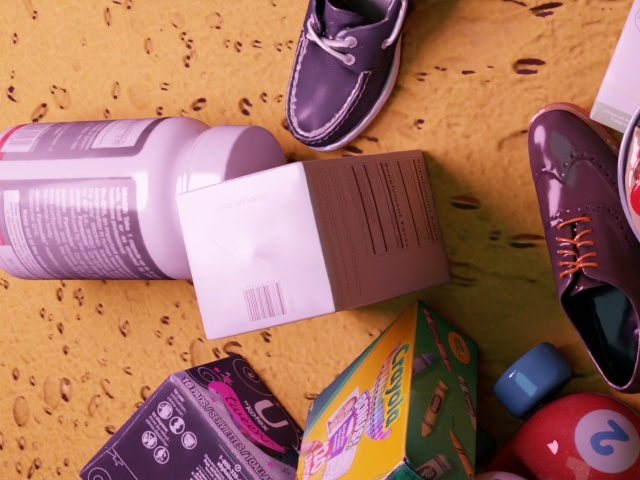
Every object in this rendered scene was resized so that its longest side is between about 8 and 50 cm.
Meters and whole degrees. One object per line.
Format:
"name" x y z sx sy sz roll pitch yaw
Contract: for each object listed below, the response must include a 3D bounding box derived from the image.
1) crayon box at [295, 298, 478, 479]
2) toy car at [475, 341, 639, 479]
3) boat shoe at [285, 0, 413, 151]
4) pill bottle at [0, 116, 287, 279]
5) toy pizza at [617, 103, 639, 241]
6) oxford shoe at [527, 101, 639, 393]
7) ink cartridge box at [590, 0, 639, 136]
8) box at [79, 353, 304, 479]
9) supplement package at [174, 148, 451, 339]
"crayon box" 0.058 0.192 1.654 0.081 0.278 0.165 38 114 -13
"toy car" 0.181 0.238 1.614 0.219 0.238 0.210 48 114 15
"boat shoe" 0.032 -0.221 1.724 0.114 0.091 0.302 29 108 22
"pill bottle" -0.183 -0.040 1.819 0.283 0.161 0.161 0 96 28
"toy pizza" 0.344 -0.053 1.555 0.201 0.032 0.201 5 101 29
"oxford shoe" 0.245 0.005 1.633 0.097 0.098 0.271 -25 84 28
"ink cartridge box" 0.353 -0.182 1.582 0.171 0.056 0.235 27 109 23
"box" -0.082 0.259 1.811 0.247 0.142 0.163 49 113 13
"supplement package" 0.000 0.000 1.679 0.139 0.244 0.134 -14 88 29
